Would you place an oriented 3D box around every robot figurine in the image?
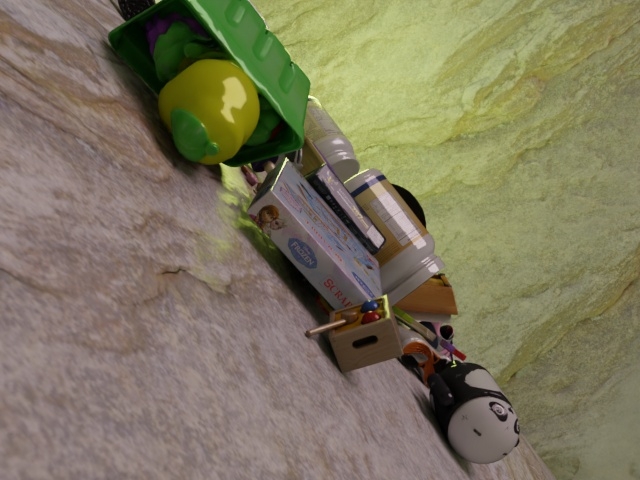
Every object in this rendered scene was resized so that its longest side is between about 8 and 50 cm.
[{"bbox_3d":[0.361,0.399,1.627,0.278,0.209,0.174,-109,-164,-68],"label":"robot figurine"}]

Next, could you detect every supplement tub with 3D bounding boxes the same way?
[{"bbox_3d":[-0.026,-0.334,2.457,0.325,0.235,0.235,57,9,26],"label":"supplement tub"},{"bbox_3d":[0.150,-0.001,1.767,0.316,0.228,0.228,53,8,8],"label":"supplement tub"}]

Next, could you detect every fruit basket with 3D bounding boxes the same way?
[{"bbox_3d":[-0.207,-0.264,1.264,0.392,0.282,0.392,10,76,-46],"label":"fruit basket"}]

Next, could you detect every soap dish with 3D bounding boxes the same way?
[{"bbox_3d":[0.315,0.172,2.205,0.291,0.228,0.118,-56,152,-82],"label":"soap dish"}]

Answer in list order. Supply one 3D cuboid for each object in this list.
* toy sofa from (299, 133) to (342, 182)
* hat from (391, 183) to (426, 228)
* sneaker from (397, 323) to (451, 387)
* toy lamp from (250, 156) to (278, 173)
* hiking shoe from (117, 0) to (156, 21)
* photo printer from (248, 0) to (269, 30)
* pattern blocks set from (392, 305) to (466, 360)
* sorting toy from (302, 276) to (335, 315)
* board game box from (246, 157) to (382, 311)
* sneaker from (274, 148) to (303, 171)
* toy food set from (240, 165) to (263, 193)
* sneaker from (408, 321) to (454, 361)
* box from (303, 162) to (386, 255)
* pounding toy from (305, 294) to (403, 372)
[{"bbox_3d":[0.006,-0.131,2.040,0.363,0.150,0.177,56,9,21],"label":"toy sofa"},{"bbox_3d":[0.194,-0.021,2.264,0.331,0.331,0.134,52,42,-3],"label":"hat"},{"bbox_3d":[0.272,0.304,1.859,0.262,0.099,0.121,47,5,-43],"label":"sneaker"},{"bbox_3d":[-0.099,-0.141,1.731,0.275,0.080,0.080,54,8,17],"label":"toy lamp"},{"bbox_3d":[-0.415,-0.525,1.657,0.227,0.086,0.114,58,-5,-16],"label":"hiking shoe"},{"bbox_3d":[-0.327,-0.645,2.040,0.307,0.107,0.256,-12,-52,50],"label":"photo printer"},{"bbox_3d":[0.246,0.227,1.932,0.324,0.026,0.285,33,-3,33],"label":"pattern blocks set"},{"bbox_3d":[0.013,0.091,1.420,0.132,0.046,0.274,54,13,10],"label":"sorting toy"},{"bbox_3d":[0.000,0.000,1.369,0.319,0.066,0.318,48,13,-11],"label":"board game box"},{"bbox_3d":[-0.125,-0.276,1.981,0.229,0.132,0.086,55,8,14],"label":"sneaker"},{"bbox_3d":[-0.159,-0.149,1.620,0.122,0.019,0.078,58,9,34],"label":"toy food set"},{"bbox_3d":[0.410,0.354,2.298,0.319,0.131,0.112,44,11,-48],"label":"sneaker"},{"bbox_3d":[0.013,-0.043,1.584,0.233,0.183,0.059,51,44,-12],"label":"box"},{"bbox_3d":[0.058,0.155,1.178,0.130,0.141,0.100,-86,157,-73],"label":"pounding toy"}]
